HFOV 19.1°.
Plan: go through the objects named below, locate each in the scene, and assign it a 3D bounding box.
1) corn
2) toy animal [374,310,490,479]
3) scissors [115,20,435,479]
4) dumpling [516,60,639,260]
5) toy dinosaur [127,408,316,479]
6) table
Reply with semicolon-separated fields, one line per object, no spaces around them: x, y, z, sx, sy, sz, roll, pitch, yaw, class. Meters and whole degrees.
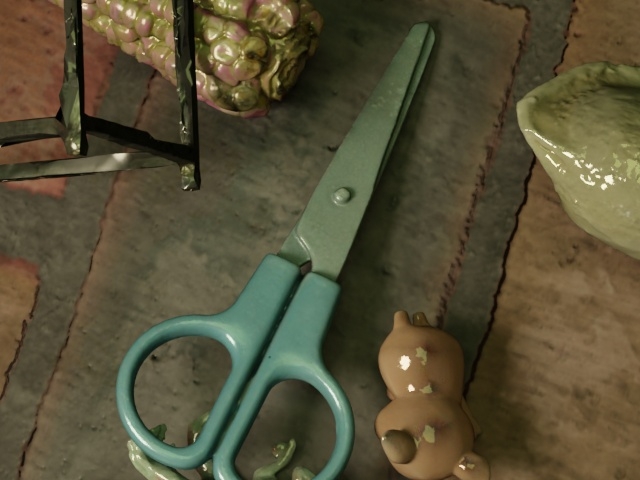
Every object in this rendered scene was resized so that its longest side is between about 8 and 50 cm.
-0.155;-0.216;1.597;0.335;0.126;0.126;30;77;16;corn
0.081;0.126;1.501;0.083;0.089;0.150;-11;64;2;toy animal
0.000;0.000;1.543;0.192;0.029;0.447;25;67;3;scissors
0.264;-0.067;1.535;0.216;0.126;0.166;24;60;12;dumpling
-0.099;0.215;1.493;0.242;0.053;0.167;-11;75;-9;toy dinosaur
-0.291;-0.169;1.462;0.335;0.222;0.272;-5;84;19;table
